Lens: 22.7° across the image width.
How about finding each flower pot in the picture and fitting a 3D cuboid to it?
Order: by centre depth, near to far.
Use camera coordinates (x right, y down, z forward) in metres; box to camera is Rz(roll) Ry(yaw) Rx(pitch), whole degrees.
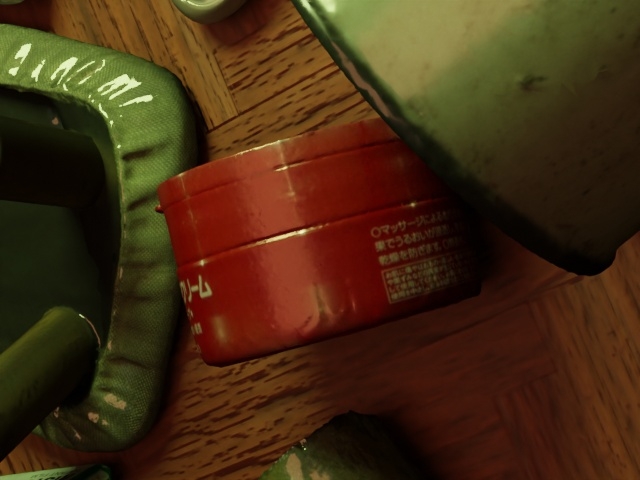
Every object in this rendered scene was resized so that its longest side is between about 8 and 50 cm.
[{"bbox_3d":[0.173,-0.193,0.847,0.330,0.293,0.293,-42,75,18],"label":"flower pot"}]

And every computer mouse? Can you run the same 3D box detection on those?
[{"bbox_3d":[-0.066,-0.195,1.109,0.066,0.039,0.096,45,107,17],"label":"computer mouse"}]

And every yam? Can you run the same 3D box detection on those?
[{"bbox_3d":[0.048,0.214,1.053,0.107,0.107,0.194,-45,76,25],"label":"yam"}]

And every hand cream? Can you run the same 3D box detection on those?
[{"bbox_3d":[0.000,0.000,1.008,0.193,0.193,0.125,-17,86,30],"label":"hand cream"}]

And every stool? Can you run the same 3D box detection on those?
[{"bbox_3d":[-0.275,0.001,1.143,0.310,0.226,0.310,14,103,26],"label":"stool"}]

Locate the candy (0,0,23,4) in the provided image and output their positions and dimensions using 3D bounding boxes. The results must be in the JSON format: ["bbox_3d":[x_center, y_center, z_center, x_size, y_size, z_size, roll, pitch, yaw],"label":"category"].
[{"bbox_3d":[-0.288,-0.249,1.207,0.174,0.071,0.138,6,99,30],"label":"candy"}]

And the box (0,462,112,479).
[{"bbox_3d":[-0.269,0.248,1.155,0.180,0.250,0.103,-10,98,27],"label":"box"}]
